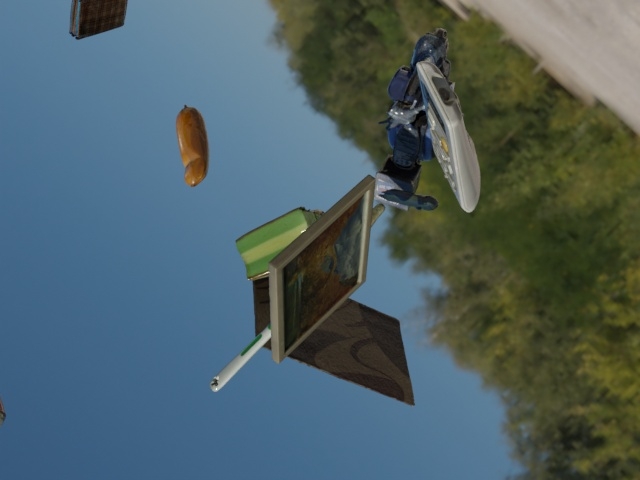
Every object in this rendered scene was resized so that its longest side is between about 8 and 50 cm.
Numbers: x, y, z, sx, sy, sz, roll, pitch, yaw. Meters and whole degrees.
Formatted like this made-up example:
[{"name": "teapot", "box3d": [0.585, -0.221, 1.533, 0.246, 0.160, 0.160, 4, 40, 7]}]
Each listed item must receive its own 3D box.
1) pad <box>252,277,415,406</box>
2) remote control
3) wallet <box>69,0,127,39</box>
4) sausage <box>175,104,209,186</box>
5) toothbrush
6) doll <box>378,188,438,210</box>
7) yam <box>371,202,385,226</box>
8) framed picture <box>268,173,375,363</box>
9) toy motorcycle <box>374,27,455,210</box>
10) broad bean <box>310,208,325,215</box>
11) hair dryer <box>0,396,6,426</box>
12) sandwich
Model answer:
[{"name": "pad", "box3d": [0.022, 0.158, 1.990, 0.330, 0.004, 0.220, 24, -145, -26]}, {"name": "remote control", "box3d": [0.191, -0.143, 1.606, 0.313, 0.055, 0.109, 62, -175, -67]}, {"name": "wallet", "box3d": [-0.392, -0.477, 2.056, 0.042, 0.230, 0.124, 40, -134, 20]}, {"name": "sausage", "box3d": [-0.244, -0.184, 2.195, 0.054, 0.062, 0.183, 12, -124, -42]}, {"name": "toothbrush", "box3d": [-0.052, 0.120, 1.664, 0.030, 0.304, 0.030, 44, -169, -10]}, {"name": "doll", "box3d": [0.173, -0.081, 2.226, 0.125, 0.037, 0.027, 10, -114, -17]}, {"name": "yam", "box3d": [0.073, -0.019, 1.988, 0.021, 0.116, 0.021, 41, 176, 3]}, {"name": "framed picture", "box3d": [0.001, 0.042, 1.461, 0.016, 0.184, 0.250, 38, 153, 20]}, {"name": "toy motorcycle", "box3d": [0.188, -0.241, 2.224, 0.125, 0.359, 0.213, 19, -129, 12]}, {"name": "broad bean", "box3d": [0.000, 0.000, 2.025, 0.213, 0.048, 0.070, 69, -159, -69]}, {"name": "hair dryer", "box3d": [-0.464, 0.184, 1.379, 0.154, 0.054, 0.106, 5, -128, -49]}, {"name": "sandwich", "box3d": [-0.048, 0.011, 1.620, 0.074, 0.116, 0.074, 15, -127, -62]}]
